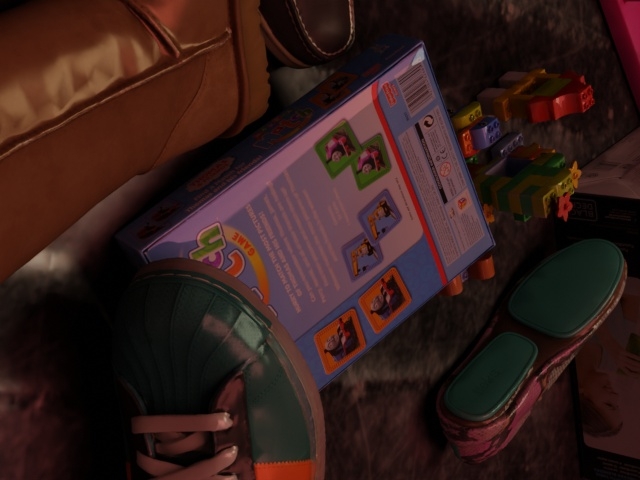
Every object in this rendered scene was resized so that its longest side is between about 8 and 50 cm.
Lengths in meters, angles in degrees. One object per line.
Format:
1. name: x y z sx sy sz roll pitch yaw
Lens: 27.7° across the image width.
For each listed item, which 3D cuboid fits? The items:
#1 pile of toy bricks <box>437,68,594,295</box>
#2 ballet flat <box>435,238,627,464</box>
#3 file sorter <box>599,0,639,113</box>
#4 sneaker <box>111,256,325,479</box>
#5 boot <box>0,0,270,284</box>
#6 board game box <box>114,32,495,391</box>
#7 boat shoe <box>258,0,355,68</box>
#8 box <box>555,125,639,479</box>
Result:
1. pile of toy bricks: 0.134 -0.037 0.923 0.212 0.105 0.118 -39 125 -39
2. ballet flat: 0.165 0.089 1.023 0.221 0.077 0.079 -46 148 -29
3. file sorter: 0.381 -0.218 1.127 0.202 0.182 0.290 -57 135 -27
4. sneaker: -0.055 0.160 0.707 0.121 0.108 0.302 -64 147 -59
5. boot: -0.140 -0.096 0.594 0.269 0.089 0.236 -36 123 -39
6. board game box: 0.000 0.000 0.778 0.211 0.039 0.160 -39 126 -21
7. boat shoe: -0.014 -0.200 0.735 0.080 0.073 0.223 -39 125 -39
8. box: 0.298 0.062 1.156 0.169 0.087 0.290 -31 120 -43
